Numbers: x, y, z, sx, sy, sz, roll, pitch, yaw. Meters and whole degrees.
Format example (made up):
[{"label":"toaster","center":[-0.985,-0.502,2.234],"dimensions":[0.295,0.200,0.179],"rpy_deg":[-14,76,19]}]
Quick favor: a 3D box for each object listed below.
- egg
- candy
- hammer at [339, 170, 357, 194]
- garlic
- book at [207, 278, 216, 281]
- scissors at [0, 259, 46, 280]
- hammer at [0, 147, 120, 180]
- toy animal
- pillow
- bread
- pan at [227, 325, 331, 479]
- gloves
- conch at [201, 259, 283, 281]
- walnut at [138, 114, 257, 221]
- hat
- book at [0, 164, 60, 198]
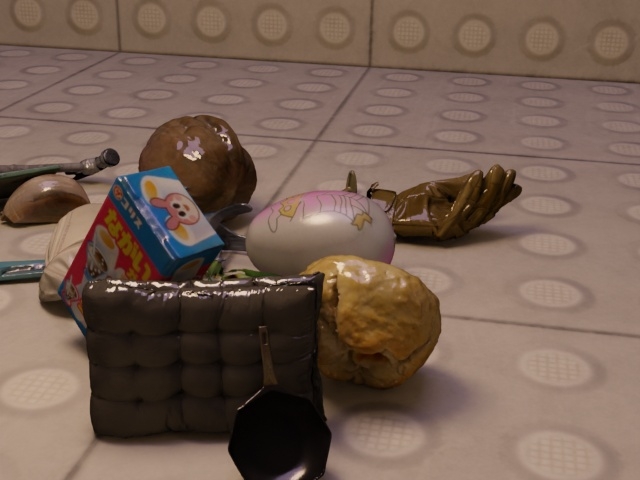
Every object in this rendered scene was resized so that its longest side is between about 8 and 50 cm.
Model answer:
[{"label":"egg","center":[0.000,0.000,1.698],"dimensions":[0.271,0.196,0.196],"rpy_deg":[14,25,14]},{"label":"candy","center":[-0.276,0.043,1.403],"dimensions":[0.100,0.306,0.157],"rpy_deg":[-20,67,-43]},{"label":"hammer","center":[0.024,-0.104,2.140],"dimensions":[0.028,0.060,0.195],"rpy_deg":[17,31,32]},{"label":"garlic","center":[-0.585,-0.089,2.006],"dimensions":[0.195,0.101,0.087],"rpy_deg":[-11,27,-27]},{"label":"book","center":[-0.197,0.110,1.655],"dimensions":[0.103,0.017,0.135],"rpy_deg":[15,27,25]},{"label":"scissors","center":[-0.621,0.057,1.743],"dimensions":[0.393,0.032,0.180],"rpy_deg":[-3,23,-8]},{"label":"hammer","center":[-0.651,-0.161,2.081],"dimensions":[0.152,0.044,0.427],"rpy_deg":[-18,-6,37]},{"label":"toy animal","center":[-0.246,-0.021,1.795],"dimensions":[0.255,0.239,0.176],"rpy_deg":[-37,55,11]},{"label":"pillow","center":[-0.154,0.154,1.275],"dimensions":[0.326,0.228,0.101],"rpy_deg":[0,15,1]},{"label":"bread","center":[0.059,0.129,1.373],"dimensions":[0.244,0.244,0.134],"rpy_deg":[5,57,9]},{"label":"pan","center":[-0.047,0.225,1.208],"dimensions":[0.128,0.202,0.048],"rpy_deg":[18,-20,-12]},{"label":"gloves","center":[0.258,-0.070,1.956],"dimensions":[0.331,0.141,0.154],"rpy_deg":[-7,-4,4]},{"label":"conch","center":[-0.145,0.084,1.539],"dimensions":[0.143,0.137,0.250],"rpy_deg":[-15,35,-38]},{"label":"walnut","center":[-0.257,-0.140,1.983],"dimensions":[0.248,0.248,0.248],"rpy_deg":[1,23,0]},{"label":"hat","center":[-0.397,0.014,1.677],"dimensions":[0.219,0.164,0.226],"rpy_deg":[-4,68,-10]},{"label":"book","center":[-0.727,-0.111,2.026],"dimensions":[0.283,0.025,0.215],"rpy_deg":[-13,-5,-35]}]
